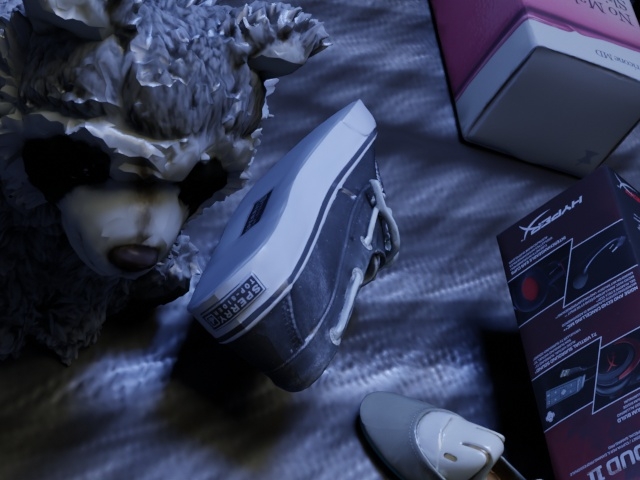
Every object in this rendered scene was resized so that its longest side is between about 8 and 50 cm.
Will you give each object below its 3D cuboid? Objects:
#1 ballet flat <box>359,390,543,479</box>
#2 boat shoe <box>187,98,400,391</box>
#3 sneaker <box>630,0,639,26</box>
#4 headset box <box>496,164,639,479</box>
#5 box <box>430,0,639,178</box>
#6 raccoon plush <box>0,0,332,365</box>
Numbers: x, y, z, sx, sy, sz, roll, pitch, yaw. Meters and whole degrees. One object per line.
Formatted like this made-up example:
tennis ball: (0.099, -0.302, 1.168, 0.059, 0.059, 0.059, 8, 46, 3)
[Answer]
ballet flat: (0.119, 0.167, 0.900, 0.213, 0.068, 0.072, 45, 42, 11)
boat shoe: (0.003, -0.002, 0.944, 0.105, 0.113, 0.306, 46, 23, -12)
sneaker: (0.381, -0.206, 1.413, 0.135, 0.097, 0.276, -23, 69, -45)
headset box: (0.255, 0.122, 0.952, 0.218, 0.110, 0.293, 32, 35, -35)
box: (0.207, -0.196, 1.262, 0.148, 0.127, 0.232, 15, 44, -24)
raccoon plush: (-0.186, -0.142, 0.810, 0.216, 0.299, 0.446, -11, 58, -40)
